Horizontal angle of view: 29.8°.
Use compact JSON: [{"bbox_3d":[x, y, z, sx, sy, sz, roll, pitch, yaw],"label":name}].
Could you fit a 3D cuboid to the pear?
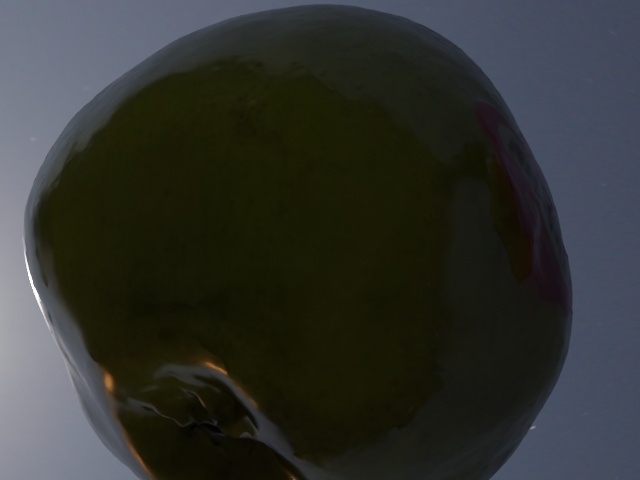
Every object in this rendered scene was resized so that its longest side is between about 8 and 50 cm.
[{"bbox_3d":[0.000,0.000,0.668,0.288,0.375,0.287,5,-57,8],"label":"pear"}]
